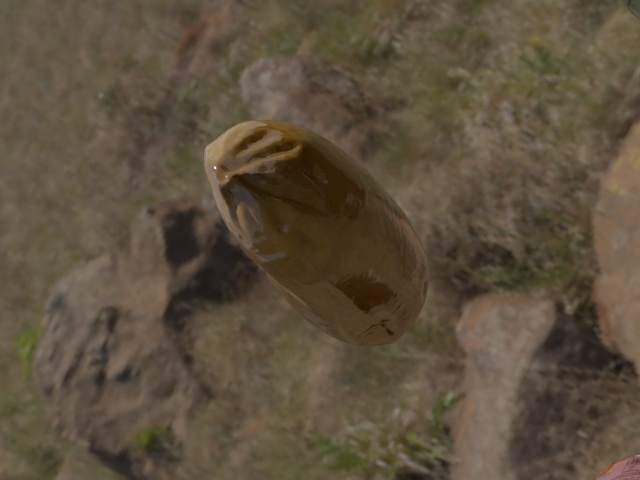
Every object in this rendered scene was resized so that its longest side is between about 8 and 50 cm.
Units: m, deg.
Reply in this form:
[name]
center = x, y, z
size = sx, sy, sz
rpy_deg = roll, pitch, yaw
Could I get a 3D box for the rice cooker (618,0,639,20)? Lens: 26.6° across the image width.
[rice cooker]
center = 0.264, -0.313, 0.903
size = 0.335, 0.325, 0.335
rpy_deg = -40, -10, -9

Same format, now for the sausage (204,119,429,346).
[sausage]
center = 0.005, -0.002, 0.985
size = 0.116, 0.134, 0.354
rpy_deg = -23, -15, 6

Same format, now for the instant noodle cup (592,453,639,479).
[instant noodle cup]
center = 0.355, 0.354, 1.457
size = 0.243, 0.243, 0.231
rpy_deg = -59, -9, 17
